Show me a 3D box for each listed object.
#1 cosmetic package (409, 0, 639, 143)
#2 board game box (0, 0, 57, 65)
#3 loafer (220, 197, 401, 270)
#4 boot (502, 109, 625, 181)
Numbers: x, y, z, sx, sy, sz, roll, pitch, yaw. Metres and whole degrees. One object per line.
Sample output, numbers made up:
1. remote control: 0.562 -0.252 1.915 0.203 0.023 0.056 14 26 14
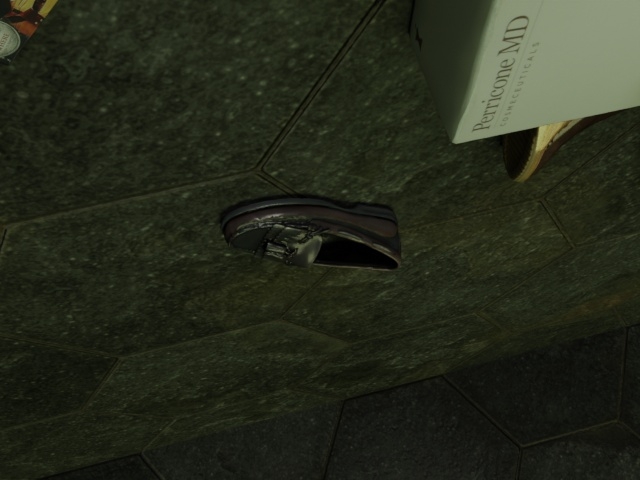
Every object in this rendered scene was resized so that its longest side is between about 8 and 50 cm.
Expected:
1. cosmetic package: 0.331 -0.259 0.647 0.453 0.162 0.230 -12 154 -6
2. board game box: -0.249 -0.241 0.485 0.243 0.042 0.165 -34 148 33
3. loafer: 0.000 0.000 1.039 0.302 0.095 0.109 0 150 -30
4. boot: 0.369 -0.173 0.915 0.206 0.090 0.248 -9 150 -9
